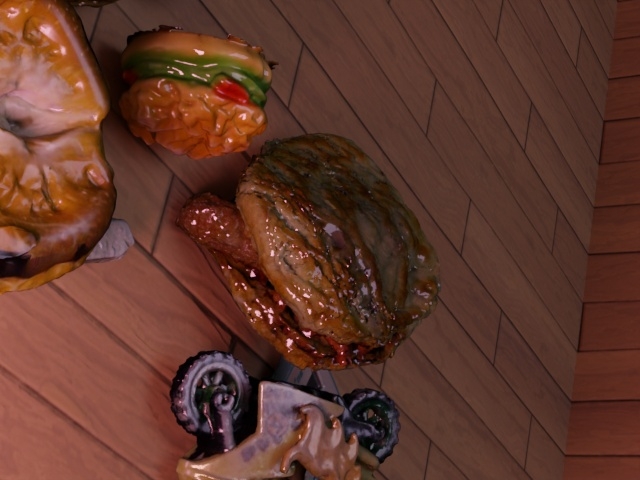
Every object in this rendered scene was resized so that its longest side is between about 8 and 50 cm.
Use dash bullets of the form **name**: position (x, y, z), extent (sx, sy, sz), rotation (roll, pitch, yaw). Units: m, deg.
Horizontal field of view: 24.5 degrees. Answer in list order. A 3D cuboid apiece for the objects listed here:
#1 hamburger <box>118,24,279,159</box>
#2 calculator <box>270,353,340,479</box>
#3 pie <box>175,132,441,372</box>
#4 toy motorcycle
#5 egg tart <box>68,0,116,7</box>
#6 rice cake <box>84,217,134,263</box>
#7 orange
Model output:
- **hamburger**: position (-0.176, -0.193, 2.061), extent (0.237, 0.237, 0.149), rotation (24, 69, -59)
- **calculator**: position (-0.019, 0.349, 2.446), extent (0.386, 0.054, 0.256), rotation (67, 33, -33)
- **pie**: position (0.020, 0.002, 2.290), extent (0.395, 0.180, 0.418), rotation (52, 38, 5)
- **toy motorcycle**: position (-0.056, 0.306, 2.188), extent (0.410, 0.169, 0.237), rotation (16, 86, -34)
- **egg tart**: position (-0.265, -0.435, 1.894), extent (0.153, 0.351, 0.339), rotation (60, 5, 15)
- **rice cake**: position (-0.328, 0.001, 1.908), extent (0.206, 0.069, 0.063), rotation (-3, 91, -59)
- **orange**: position (-0.377, -0.119, 1.671), extent (0.271, 0.210, 0.369), rotation (4, 80, -38)
